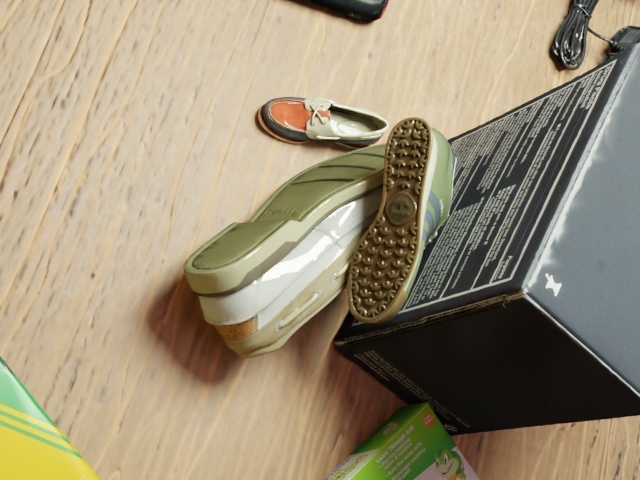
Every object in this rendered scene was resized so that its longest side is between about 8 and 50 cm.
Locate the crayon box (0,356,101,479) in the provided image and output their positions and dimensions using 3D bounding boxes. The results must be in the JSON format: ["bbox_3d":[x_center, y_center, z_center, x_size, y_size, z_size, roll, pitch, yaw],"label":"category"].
[{"bbox_3d":[-0.344,0.240,0.724,0.363,0.106,0.313,-42,98,-31],"label":"crayon box"}]

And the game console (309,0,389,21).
[{"bbox_3d":[-0.082,-0.437,1.098,0.387,0.060,0.341,13,76,-26],"label":"game console"}]

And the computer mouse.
[{"bbox_3d":[0.418,-0.248,1.324,0.262,0.060,0.184,22,71,-11],"label":"computer mouse"}]

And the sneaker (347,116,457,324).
[{"bbox_3d":[0.087,-0.012,0.958,0.086,0.064,0.192,18,85,-57],"label":"sneaker"}]

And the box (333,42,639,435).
[{"bbox_3d":[0.211,0.015,0.992,0.183,0.294,0.296,39,62,-15],"label":"box"}]

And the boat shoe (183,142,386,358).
[{"bbox_3d":[0.000,0.000,0.996,0.302,0.113,0.103,-35,115,-34],"label":"boat shoe"}]

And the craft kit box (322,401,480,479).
[{"bbox_3d":[0.078,0.325,0.974,0.250,0.061,0.246,-36,98,-32],"label":"craft kit box"}]

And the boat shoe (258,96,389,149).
[{"bbox_3d":[0.004,-0.123,1.060,0.137,0.043,0.049,9,74,-26],"label":"boat shoe"}]
